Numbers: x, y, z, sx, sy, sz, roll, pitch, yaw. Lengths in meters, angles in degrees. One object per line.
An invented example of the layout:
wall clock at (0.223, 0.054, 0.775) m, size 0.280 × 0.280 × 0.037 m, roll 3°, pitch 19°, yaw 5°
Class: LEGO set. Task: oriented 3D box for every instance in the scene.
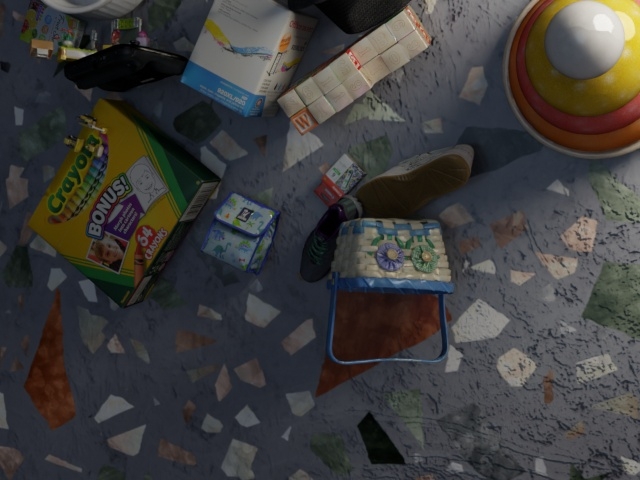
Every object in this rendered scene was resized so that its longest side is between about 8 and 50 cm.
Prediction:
LEGO set at (-0.498, -0.450, 2.029) m, size 0.287 × 0.132 × 0.107 m, roll 3°, pitch 91°, yaw 6°

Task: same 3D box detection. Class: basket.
basket at (0.132, 0.100, 1.805) m, size 0.254 × 0.201 × 0.289 m, roll 1°, pitch 89°, yaw -21°

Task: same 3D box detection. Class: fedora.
fedora at (0.101, -0.517, 1.765) m, size 0.334 × 0.334 × 0.152 m, roll -33°, pitch 115°, yaw 20°

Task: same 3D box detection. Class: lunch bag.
lunch bag at (-0.171, -0.017, 1.991) m, size 0.128 × 0.096 × 0.151 m, roll 25°, pitch 90°, yaw 18°

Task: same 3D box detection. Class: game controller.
game controller at (-0.416, -0.366, 1.933) m, size 0.319 × 0.166 × 0.067 m, roll 0°, pitch 94°, yaw 51°

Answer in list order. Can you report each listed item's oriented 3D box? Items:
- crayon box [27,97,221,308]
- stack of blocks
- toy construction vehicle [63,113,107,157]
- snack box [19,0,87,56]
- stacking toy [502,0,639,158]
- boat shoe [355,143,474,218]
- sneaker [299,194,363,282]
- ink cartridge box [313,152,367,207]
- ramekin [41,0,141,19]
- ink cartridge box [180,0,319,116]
crayon box at (-0.451, -0.086, 2.069) m, size 0.313 × 0.106 × 0.363 m, roll 38°, pitch 107°, yaw 11°
stack of blocks at (0.070, -0.341, 1.812) m, size 0.297 × 0.171 × 0.087 m, roll -32°, pitch 102°, yaw 19°
toy construction vehicle at (-0.519, -0.230, 2.006) m, size 0.098 × 0.035 × 0.086 m, roll 28°, pitch 104°, yaw 19°
snack box at (-0.623, -0.489, 2.116) m, size 0.141 × 0.037 × 0.100 m, roll 26°, pitch 105°, yaw 14°
stacking toy at (0.454, -0.304, 1.525) m, size 0.350 × 0.480 × 0.351 m, roll 3°, pitch 98°, yaw 19°
boat shoe at (0.197, -0.123, 1.849) m, size 0.277 × 0.096 × 0.098 m, roll -18°, pitch 113°, yaw 39°
sneaker at (0.000, 0.000, 1.913) m, size 0.083 × 0.098 × 0.224 m, roll 38°, pitch 117°, yaw 19°
ink cartridge box at (0.038, -0.123, 1.933) m, size 0.063 × 0.029 × 0.115 m, roll 47°, pitch 108°, yaw 8°
ramekin at (-0.494, -0.618, 1.988) m, size 0.277 × 0.135 × 0.277 m, roll -1°, pitch 88°, yaw 19°
ink cartridge box at (-0.144, -0.396, 1.888) m, size 0.168 × 0.171 × 0.233 m, roll 30°, pitch 106°, yaw 14°
